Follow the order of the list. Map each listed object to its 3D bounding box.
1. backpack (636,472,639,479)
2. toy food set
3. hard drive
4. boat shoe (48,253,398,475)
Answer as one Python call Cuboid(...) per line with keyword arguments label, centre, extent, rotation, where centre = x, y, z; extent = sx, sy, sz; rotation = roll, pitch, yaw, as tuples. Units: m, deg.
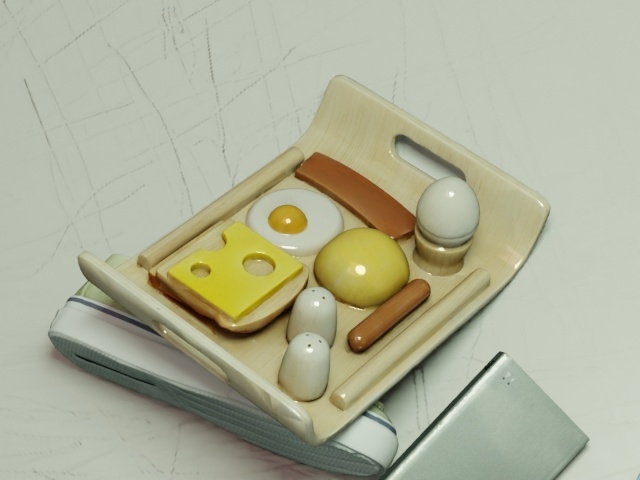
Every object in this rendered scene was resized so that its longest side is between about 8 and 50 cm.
Cuboid(label="backpack", centre=(0.279, 0.214, 1.247), extent=(0.158, 0.117, 0.173), rotation=(22, 72, 20))
Cuboid(label="toy food set", centre=(0.000, 0.000, 1.355), extent=(0.220, 0.092, 0.306), rotation=(34, 47, 23))
Cuboid(label="hard drive", centre=(0.119, 0.162, 1.333), extent=(0.135, 0.022, 0.094), rotation=(-46, 101, -8))
Cuboid(label="boat shoe", centre=(-0.070, 0.088, 1.386), extent=(0.302, 0.109, 0.094), rotation=(21, 70, 22))
